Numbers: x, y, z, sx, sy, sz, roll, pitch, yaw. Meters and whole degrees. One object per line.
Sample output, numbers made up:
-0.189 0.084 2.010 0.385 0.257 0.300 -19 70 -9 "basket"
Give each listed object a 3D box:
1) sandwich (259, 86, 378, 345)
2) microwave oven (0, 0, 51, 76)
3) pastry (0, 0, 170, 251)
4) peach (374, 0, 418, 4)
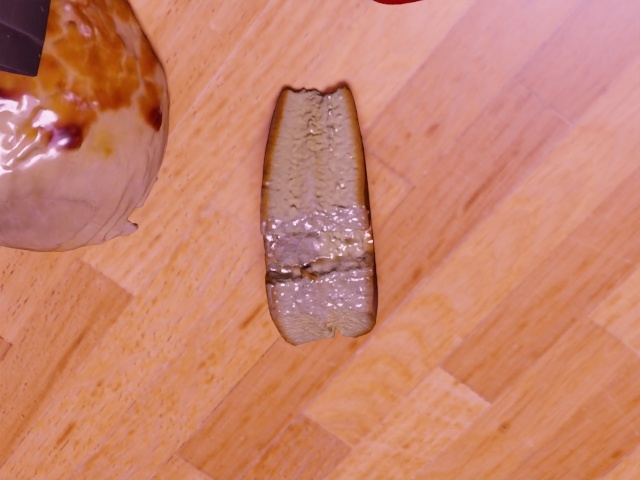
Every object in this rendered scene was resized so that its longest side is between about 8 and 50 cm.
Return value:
0.000 0.000 1.054 0.090 0.088 0.244 -1 117 6 "sandwich"
-0.384 -0.305 0.802 0.432 0.236 0.374 10 92 -1 "microwave oven"
-0.251 -0.096 1.002 0.256 0.170 0.237 15 122 -4 "pastry"
0.051 -0.281 0.874 0.196 0.226 0.190 -8 159 -23 "peach"
